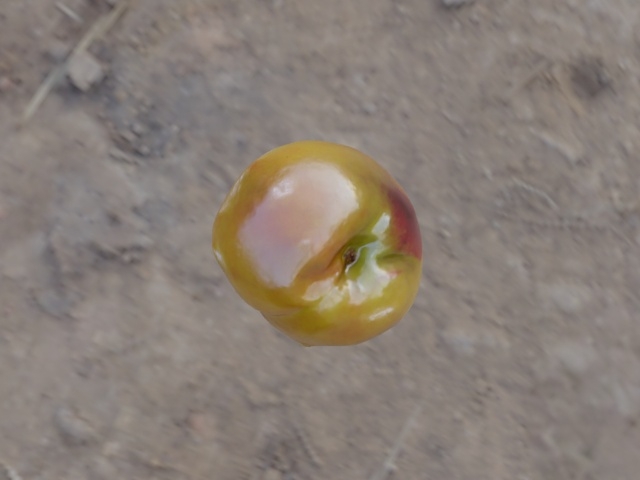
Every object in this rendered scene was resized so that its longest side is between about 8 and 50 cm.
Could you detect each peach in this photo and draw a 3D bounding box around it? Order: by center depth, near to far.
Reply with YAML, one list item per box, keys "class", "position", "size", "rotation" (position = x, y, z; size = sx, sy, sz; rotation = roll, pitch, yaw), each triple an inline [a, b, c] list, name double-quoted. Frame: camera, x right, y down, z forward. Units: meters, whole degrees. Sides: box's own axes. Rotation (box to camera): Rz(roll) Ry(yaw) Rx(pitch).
- class: "peach"
  position: [0.000, 0.000, 1.283]
  size: [0.138, 0.138, 0.138]
  rotation: [-8, 71, 22]
